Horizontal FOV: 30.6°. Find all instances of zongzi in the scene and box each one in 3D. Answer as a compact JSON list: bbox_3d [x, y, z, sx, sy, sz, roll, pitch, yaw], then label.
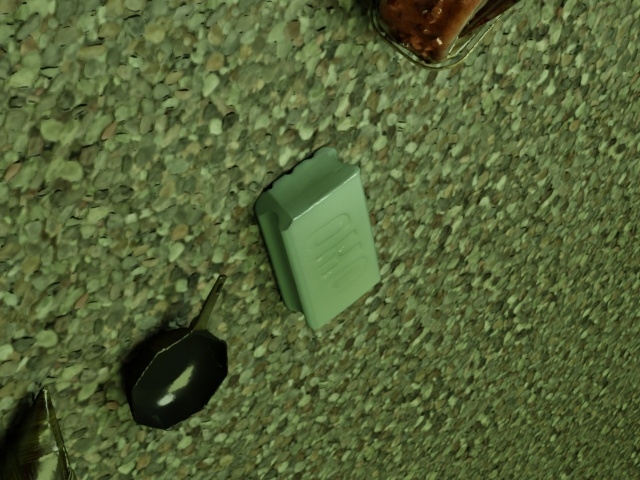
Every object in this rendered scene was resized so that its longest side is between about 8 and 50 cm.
[{"bbox_3d":[-0.348,0.262,1.226,0.187,0.084,0.184,-24,123,-26],"label":"zongzi"}]

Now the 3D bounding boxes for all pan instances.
[{"bbox_3d":[-0.147,0.121,1.330,0.202,0.048,0.128,-53,146,6],"label":"pan"}]

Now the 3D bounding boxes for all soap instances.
[{"bbox_3d":[0.000,0.000,1.369,0.119,0.066,0.198,-38,142,-20],"label":"soap"}]

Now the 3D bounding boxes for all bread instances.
[{"bbox_3d":[0.155,-0.279,1.193,0.224,0.142,0.212,-51,176,1],"label":"bread"}]
